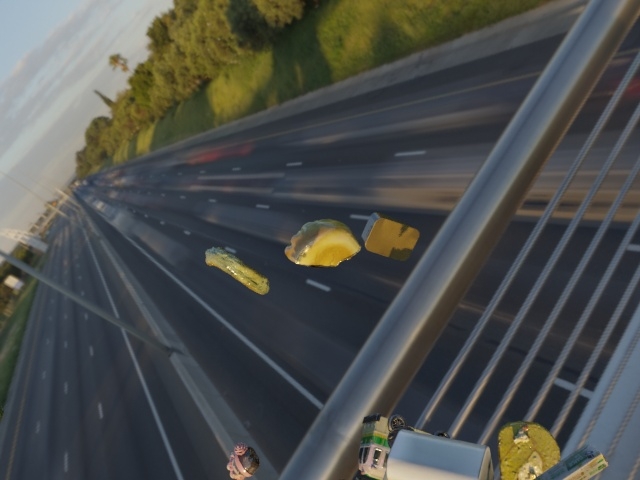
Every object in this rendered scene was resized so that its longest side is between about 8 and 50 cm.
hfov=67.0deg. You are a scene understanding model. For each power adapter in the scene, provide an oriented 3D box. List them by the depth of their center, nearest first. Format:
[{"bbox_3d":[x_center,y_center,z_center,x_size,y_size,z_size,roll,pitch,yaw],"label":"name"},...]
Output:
[{"bbox_3d":[0.278,0.504,0.983,0.255,0.187,0.124,0,28,32],"label":"power adapter"}]

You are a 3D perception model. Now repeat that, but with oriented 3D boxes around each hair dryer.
[{"bbox_3d":[0.179,0.558,1.193,0.057,0.100,0.198,18,79,29],"label":"hair dryer"}]

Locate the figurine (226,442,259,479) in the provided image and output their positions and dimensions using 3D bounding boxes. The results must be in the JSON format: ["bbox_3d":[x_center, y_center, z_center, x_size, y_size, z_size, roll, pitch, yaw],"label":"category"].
[{"bbox_3d":[-0.175,0.492,1.079,0.072,0.054,0.129,63,148,19],"label":"figurine"}]

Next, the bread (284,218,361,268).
[{"bbox_3d":[0.012,-0.006,1.688,0.158,0.260,0.156,54,130,47],"label":"bread"}]

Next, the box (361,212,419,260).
[{"bbox_3d":[0.271,-0.019,1.909,0.090,0.200,0.145,-116,45,-64],"label":"box"}]

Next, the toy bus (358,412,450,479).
[{"bbox_3d":[0.270,0.638,1.423,0.143,0.305,0.179,121,169,-61],"label":"toy bus"}]

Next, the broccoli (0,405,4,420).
[{"bbox_3d":[-0.492,0.327,0.563,0.145,0.165,0.304,17,67,24],"label":"broccoli"}]

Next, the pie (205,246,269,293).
[{"bbox_3d":[-0.300,0.108,1.770,0.079,0.277,0.277,-60,27,-9],"label":"pie"}]

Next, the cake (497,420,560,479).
[{"bbox_3d":[0.651,0.701,1.504,0.179,0.156,0.261,-6,69,23],"label":"cake"}]

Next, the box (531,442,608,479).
[{"bbox_3d":[0.587,0.568,1.166,0.207,0.041,0.050,-34,10,1],"label":"box"}]

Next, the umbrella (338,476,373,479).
[{"bbox_3d":[0.196,0.817,1.487,0.348,0.094,0.143,5,99,42],"label":"umbrella"}]
